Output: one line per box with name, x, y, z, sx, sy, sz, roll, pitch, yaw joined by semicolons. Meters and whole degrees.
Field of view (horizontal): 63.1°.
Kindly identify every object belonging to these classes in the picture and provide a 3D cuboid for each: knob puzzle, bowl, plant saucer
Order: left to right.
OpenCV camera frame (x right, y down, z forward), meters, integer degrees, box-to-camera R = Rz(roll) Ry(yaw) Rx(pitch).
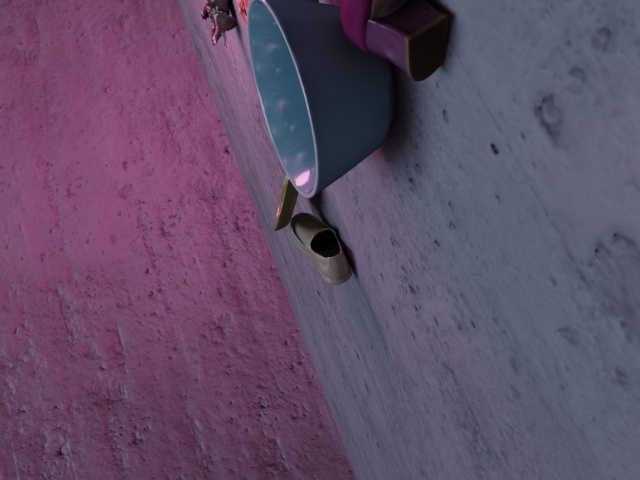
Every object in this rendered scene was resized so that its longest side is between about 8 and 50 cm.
knob puzzle;-0.229;-0.692;1.495;0.213;0.030;0.213;161;90;-77
plant saucer;-0.083;-0.138;1.431;0.241;0.037;0.241;-166;90;-83
bowl;0.009;-0.237;0.825;0.311;0.163;0.312;162;90;-78

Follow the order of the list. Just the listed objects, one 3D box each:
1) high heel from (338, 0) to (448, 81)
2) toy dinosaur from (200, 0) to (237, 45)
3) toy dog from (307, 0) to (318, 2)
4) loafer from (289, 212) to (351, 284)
high heel;0.054;-0.350;0.529;0.181;0.127;0.377;51;161;31
toy dinosaur;-0.344;-0.807;1.702;0.160;0.121;0.314;31;135;53
toy dog;-0.081;-0.559;0.887;0.334;0.161;0.220;61;170;-25
loafer;0.000;0.000;1.360;0.268;0.101;0.092;50;154;41
